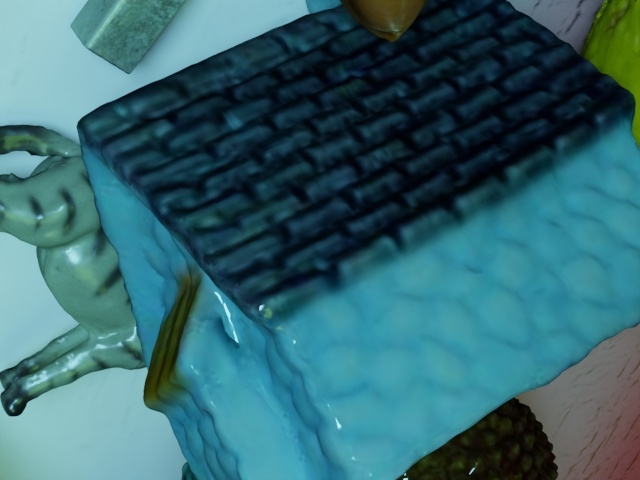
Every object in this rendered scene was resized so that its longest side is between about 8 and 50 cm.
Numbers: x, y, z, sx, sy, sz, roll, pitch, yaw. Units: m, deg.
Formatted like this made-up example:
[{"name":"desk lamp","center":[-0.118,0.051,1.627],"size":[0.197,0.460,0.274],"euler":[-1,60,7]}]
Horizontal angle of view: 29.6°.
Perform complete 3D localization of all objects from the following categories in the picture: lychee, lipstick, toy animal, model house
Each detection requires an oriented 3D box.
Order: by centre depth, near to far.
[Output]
[{"name":"lipstick","center":[-0.069,-0.143,0.585],"size":[0.030,0.030,0.129],"euler":[30,103,-40]},{"name":"model house","center":[0.000,0.000,0.607],"size":[0.261,0.241,0.226],"euler":[-28,176,-28]},{"name":"toy animal","center":[-0.114,0.016,0.663],"size":[0.176,0.073,0.217],"euler":[-32,129,-9]},{"name":"lychee","center":[0.076,0.172,0.810],"size":[0.188,0.188,0.188],"euler":[-14,130,-17]}]

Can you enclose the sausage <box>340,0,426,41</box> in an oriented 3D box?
[{"name":"sausage","center":[-0.008,-0.169,0.532],"size":[0.089,0.089,0.179],"euler":[-42,106,9]}]

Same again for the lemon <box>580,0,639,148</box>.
[{"name":"lemon","center":[0.266,-0.068,0.654],"size":[0.258,0.258,0.310],"euler":[-8,141,-21]}]
